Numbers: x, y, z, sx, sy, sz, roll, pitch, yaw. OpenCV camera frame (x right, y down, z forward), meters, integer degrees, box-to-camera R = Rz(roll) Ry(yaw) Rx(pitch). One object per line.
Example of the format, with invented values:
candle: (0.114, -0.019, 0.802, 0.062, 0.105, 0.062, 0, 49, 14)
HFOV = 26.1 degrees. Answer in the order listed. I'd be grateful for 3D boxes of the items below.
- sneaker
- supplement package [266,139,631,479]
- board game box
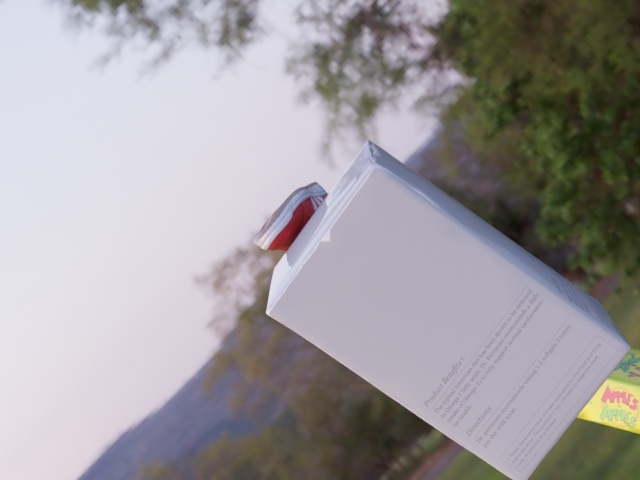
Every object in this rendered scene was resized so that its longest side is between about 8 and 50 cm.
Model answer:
sneaker: (0.000, 0.000, 0.902, 0.042, 0.067, 0.118, -46, -3, 19)
supplement package: (0.071, 0.038, 0.807, 0.105, 0.179, 0.105, -53, 6, 11)
board game box: (0.281, 0.129, 1.161, 0.092, 0.181, 0.043, -15, -69, -52)
